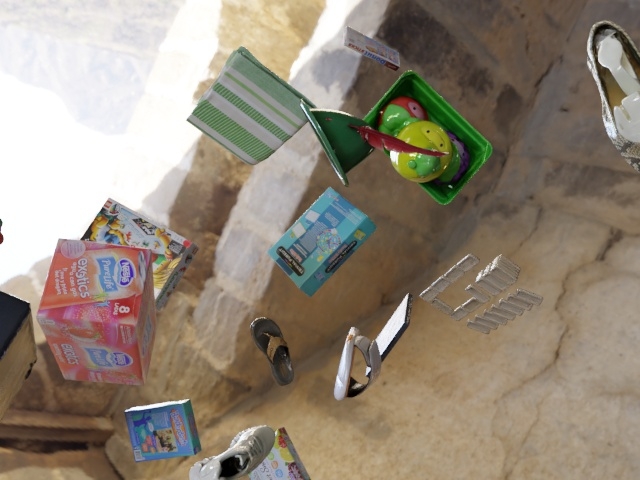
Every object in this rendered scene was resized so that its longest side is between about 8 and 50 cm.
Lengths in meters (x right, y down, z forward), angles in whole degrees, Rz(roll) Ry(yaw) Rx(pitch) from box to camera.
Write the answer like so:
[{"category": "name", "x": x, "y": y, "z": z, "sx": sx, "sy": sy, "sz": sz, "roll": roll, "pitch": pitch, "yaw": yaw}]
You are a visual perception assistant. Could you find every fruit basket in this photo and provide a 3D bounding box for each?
[{"category": "fruit basket", "x": 0.309, "y": -0.291, "z": 1.846, "sx": 0.392, "sy": 0.283, "sz": 0.392, "roll": 41, "pitch": 177, "yaw": 3}]

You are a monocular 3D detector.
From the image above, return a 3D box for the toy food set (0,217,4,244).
[{"category": "toy food set", "x": -0.566, "y": -0.020, "z": 1.055, "sx": 0.020, "sy": 0.082, "sz": 0.083, "roll": -4, "pitch": -145, "yaw": 11}]

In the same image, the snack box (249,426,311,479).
[{"category": "snack box", "x": -0.158, "y": 0.779, "z": 2.152, "sx": 0.207, "sy": 0.175, "sz": 0.070, "roll": 61, "pitch": -170, "yaw": 17}]

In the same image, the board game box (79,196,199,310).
[{"category": "board game box", "x": -0.490, "y": 0.031, "z": 1.638, "sx": 0.305, "sy": 0.193, "sz": 0.053, "roll": 26, "pitch": 168, "yaw": 22}]

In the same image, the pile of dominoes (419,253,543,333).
[{"category": "pile of dominoes", "x": 0.377, "y": 0.122, "z": 1.468, "sx": 0.196, "sy": 0.040, "sz": 0.251, "roll": 34, "pitch": 145, "yaw": -2}]

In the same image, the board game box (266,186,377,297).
[{"category": "board game box", "x": 0.000, "y": 0.000, "z": 2.209, "sx": 0.079, "sy": 0.336, "sz": 0.254, "roll": 44, "pitch": 179, "yaw": -43}]

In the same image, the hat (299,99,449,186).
[{"category": "hat", "x": 0.089, "y": -0.209, "z": 1.153, "sx": 0.208, "sy": 0.184, "sz": 0.173, "roll": 60, "pitch": -178, "yaw": -10}]

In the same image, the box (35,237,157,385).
[{"category": "box", "x": -0.372, "y": 0.136, "z": 1.083, "sx": 0.154, "sy": 0.142, "sz": 0.300, "roll": 7, "pitch": 148, "yaw": -10}]

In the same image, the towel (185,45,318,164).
[{"category": "towel", "x": -0.187, "y": -0.330, "z": 1.621, "sx": 0.248, "sy": 0.038, "sz": 0.325, "roll": 36, "pitch": 142, "yaw": -17}]

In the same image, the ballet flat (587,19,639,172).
[{"category": "ballet flat", "x": 0.769, "y": -0.365, "z": 1.558, "sx": 0.182, "sy": 0.164, "sz": 0.482, "roll": 32, "pitch": -139, "yaw": -46}]

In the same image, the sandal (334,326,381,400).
[{"category": "sandal", "x": 0.079, "y": 0.223, "z": 1.180, "sx": 0.076, "sy": 0.101, "sz": 0.265, "roll": 14, "pitch": -171, "yaw": 6}]

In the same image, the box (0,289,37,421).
[{"category": "box", "x": -0.963, "y": 0.243, "z": 1.464, "sx": 0.480, "sy": 0.297, "sz": 0.472, "roll": 25, "pitch": 148, "yaw": -10}]

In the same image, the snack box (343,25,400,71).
[{"category": "snack box", "x": 0.144, "y": -0.535, "z": 1.747, "sx": 0.178, "sy": 0.064, "sz": 0.022, "roll": 19, "pitch": 141, "yaw": -24}]

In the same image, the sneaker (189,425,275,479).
[{"category": "sneaker", "x": -0.211, "y": 0.588, "z": 1.691, "sx": 0.292, "sy": 0.118, "sz": 0.110, "roll": -23, "pitch": -98, "yaw": -51}]

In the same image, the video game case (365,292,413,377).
[{"category": "video game case", "x": 0.246, "y": 0.339, "z": 2.226, "sx": 0.026, "sy": 0.274, "sz": 0.196, "roll": 28, "pitch": -152, "yaw": -2}]

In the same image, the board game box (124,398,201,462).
[{"category": "board game box", "x": -0.473, "y": 0.571, "z": 1.874, "sx": 0.210, "sy": 0.160, "sz": 0.047, "roll": -12, "pitch": 180, "yaw": 19}]

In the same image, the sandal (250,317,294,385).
[{"category": "sandal", "x": -0.128, "y": 0.320, "z": 1.797, "sx": 0.090, "sy": 0.219, "sz": 0.060, "roll": -24, "pitch": -171, "yaw": -30}]
